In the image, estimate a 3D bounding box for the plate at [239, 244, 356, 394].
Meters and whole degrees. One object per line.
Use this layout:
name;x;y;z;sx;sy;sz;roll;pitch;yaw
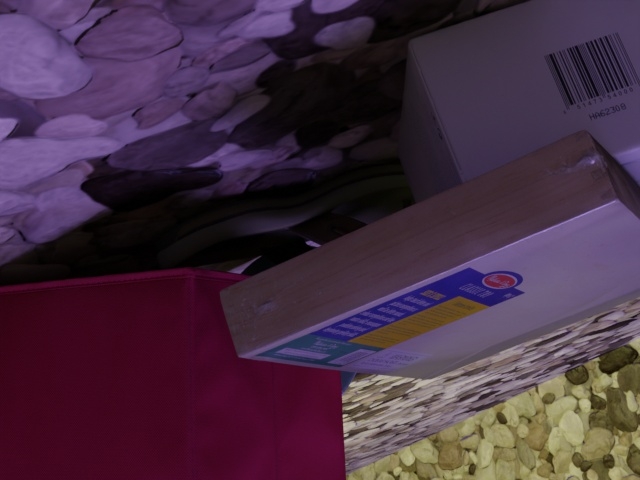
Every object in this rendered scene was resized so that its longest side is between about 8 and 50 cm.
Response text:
plate;-0.039;0.092;1.178;0.188;0.188;0.024;-27;151;25

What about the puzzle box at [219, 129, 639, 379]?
puzzle box;0.134;0.032;0.923;0.272;0.052;0.409;-23;163;18

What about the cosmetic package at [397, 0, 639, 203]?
cosmetic package;0.188;-0.088;0.929;0.224;0.138;0.224;-18;163;-4

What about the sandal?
sandal;-0.002;0.001;1.091;0.303;0.086;0.120;-14;163;-18

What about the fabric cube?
fabric cube;-0.143;0.169;1.057;0.254;0.258;0.259;-7;171;29
